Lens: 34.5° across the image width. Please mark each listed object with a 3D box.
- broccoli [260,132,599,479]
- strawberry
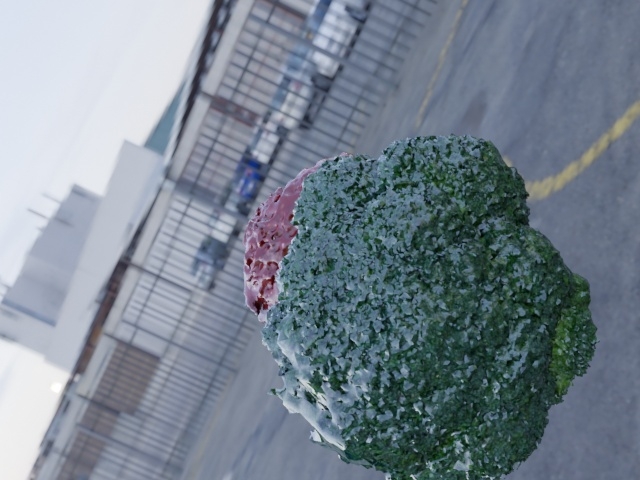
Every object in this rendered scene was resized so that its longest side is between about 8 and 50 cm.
[{"bbox_3d":[0.079,0.065,0.834,0.245,0.265,0.294,-144,43,-81],"label":"broccoli"},{"bbox_3d":[0.000,0.000,1.115,0.184,0.187,0.201,43,133,38],"label":"strawberry"}]
